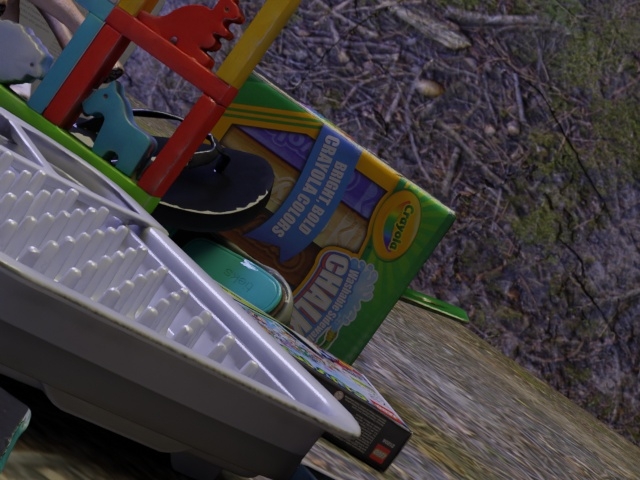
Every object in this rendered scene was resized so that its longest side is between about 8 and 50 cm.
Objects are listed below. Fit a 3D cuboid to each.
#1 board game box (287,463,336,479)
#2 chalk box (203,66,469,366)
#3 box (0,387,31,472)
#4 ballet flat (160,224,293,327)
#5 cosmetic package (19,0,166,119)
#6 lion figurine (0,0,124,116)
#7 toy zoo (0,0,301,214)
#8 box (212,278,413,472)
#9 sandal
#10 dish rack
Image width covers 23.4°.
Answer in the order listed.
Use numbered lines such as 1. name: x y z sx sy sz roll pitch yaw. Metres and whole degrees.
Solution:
1. board game box: 0.097 0.201 0.729 0.243 0.042 0.165 32 5 -42
2. chalk box: 0.000 0.000 1.356 0.289 0.179 0.180 36 3 -1
3. box: -0.194 0.009 0.383 0.244 0.060 0.100 35 4 -7
4. ballet flat: -0.108 0.013 1.194 0.213 0.072 0.068 38 -23 20
5. cosmetic package: -0.320 -0.316 1.616 0.097 0.284 0.377 39 4 40
6. lion figurine: -0.338 -0.259 1.444 0.240 0.142 0.392 59 4 20
7. toy zoo: -0.138 -0.145 1.028 0.192 0.293 0.030 36 4 7
8. box: -0.039 0.079 1.075 0.207 0.036 0.114 34 4 -24
9. sandal: -0.143 -0.063 1.143 0.254 0.054 0.097 9 35 -28
10. dish rack: -0.155 0.001 0.764 0.285 0.072 0.333 33 4 -44
